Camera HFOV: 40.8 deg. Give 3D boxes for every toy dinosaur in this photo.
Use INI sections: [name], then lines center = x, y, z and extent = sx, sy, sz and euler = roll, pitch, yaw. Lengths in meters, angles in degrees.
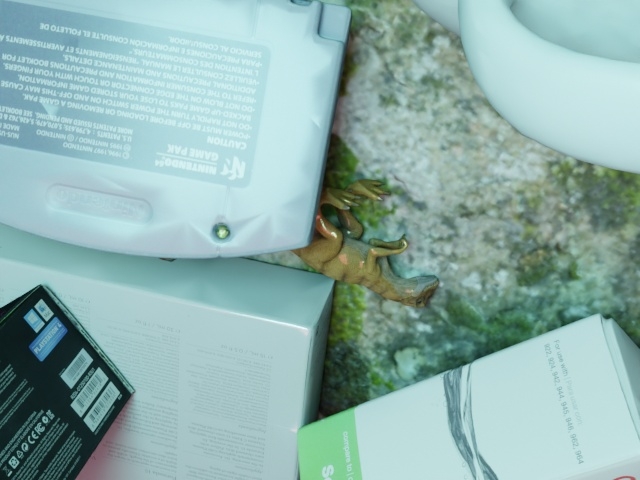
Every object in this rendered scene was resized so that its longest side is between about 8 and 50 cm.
[toy dinosaur]
center = 0.000, 0.000, 0.706
extent = 0.211, 0.064, 0.112
euler = 23, 122, 3

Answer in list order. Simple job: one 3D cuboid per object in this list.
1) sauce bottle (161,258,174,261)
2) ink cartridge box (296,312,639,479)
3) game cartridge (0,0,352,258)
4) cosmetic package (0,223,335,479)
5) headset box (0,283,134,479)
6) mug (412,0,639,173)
[sauce bottle]
center = -0.246, -0.100, 0.691
extent = 0.344, 0.111, 0.111
euler = 25, 120, 1
[ink cartridge box]
center = 0.149, 0.189, 0.695
extent = 0.273, 0.115, 0.198
euler = -26, 138, 25
[game cartridge]
center = -0.138, -0.090, 0.605
extent = 0.294, 0.060, 0.196
euler = 11, 92, 2
[cosmetic package]
center = -0.190, 0.135, 0.807
extent = 0.377, 0.097, 0.284
euler = 12, 118, 9
[headset box]
center = -0.333, 0.195, 0.683
extent = 0.283, 0.246, 0.131
euler = -27, 108, 27
[mug]
center = 0.193, -0.165, 0.394
extent = 0.328, 0.374, 0.276
euler = 6, 139, 22
